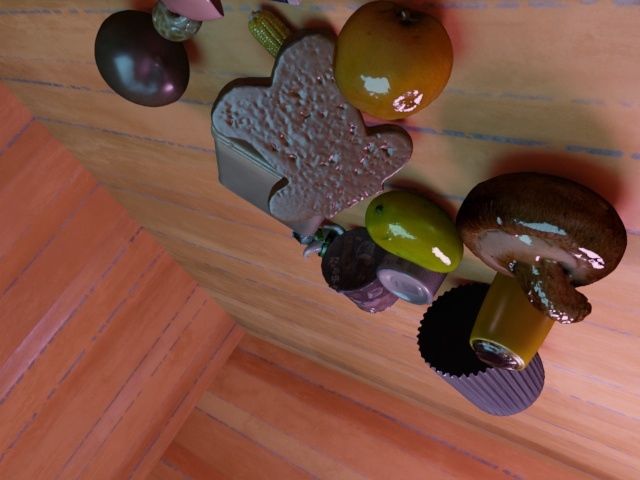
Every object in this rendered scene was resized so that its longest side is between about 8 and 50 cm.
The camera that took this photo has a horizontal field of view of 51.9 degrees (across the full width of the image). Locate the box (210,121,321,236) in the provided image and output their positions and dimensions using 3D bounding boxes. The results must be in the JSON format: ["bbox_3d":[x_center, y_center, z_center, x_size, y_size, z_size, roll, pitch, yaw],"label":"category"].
[{"bbox_3d":[-0.109,-0.196,1.752,0.352,0.177,0.344,32,160,2],"label":"box"}]

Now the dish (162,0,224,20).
[{"bbox_3d":[-0.273,-0.514,1.256,0.091,0.213,0.213,-22,137,10],"label":"dish"}]

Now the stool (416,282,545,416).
[{"bbox_3d":[0.480,0.330,1.894,0.297,0.297,0.330,12,153,44],"label":"stool"}]

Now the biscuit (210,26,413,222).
[{"bbox_3d":[-0.027,-0.229,1.445,0.368,0.076,0.394,-30,119,23],"label":"biscuit"}]

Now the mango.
[{"bbox_3d":[0.243,-0.027,1.645,0.273,0.149,0.185,27,152,1],"label":"mango"}]

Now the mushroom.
[{"bbox_3d":[0.438,-0.015,1.335,0.345,0.239,0.345,17,135,18],"label":"mushroom"}]

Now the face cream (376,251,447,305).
[{"bbox_3d":[0.262,0.072,1.821,0.177,0.152,0.177,28,158,12],"label":"face cream"}]

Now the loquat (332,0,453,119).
[{"bbox_3d":[0.122,-0.314,1.141,0.208,0.208,0.208,29,158,13],"label":"loquat"}]

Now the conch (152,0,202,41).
[{"bbox_3d":[-0.317,-0.510,1.478,0.116,0.106,0.173,53,140,4],"label":"conch"}]

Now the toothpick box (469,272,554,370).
[{"bbox_3d":[0.471,0.173,1.571,0.175,0.271,0.175,29,158,13],"label":"toothpick box"}]

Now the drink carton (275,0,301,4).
[{"bbox_3d":[-0.105,-0.501,1.141,0.222,0.134,0.102,21,158,31],"label":"drink carton"}]

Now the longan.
[{"bbox_3d":[-0.444,-0.450,1.625,0.246,0.215,0.246,16,175,2],"label":"longan"}]

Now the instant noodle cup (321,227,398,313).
[{"bbox_3d":[0.138,0.103,2.005,0.218,0.217,0.207,18,160,35],"label":"instant noodle cup"}]

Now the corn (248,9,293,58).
[{"bbox_3d":[-0.071,-0.407,1.392,0.206,0.067,0.067,40,158,-23],"label":"corn"}]

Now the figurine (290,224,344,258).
[{"bbox_3d":[0.000,0.000,2.095,0.193,0.126,0.147,21,139,0],"label":"figurine"}]
